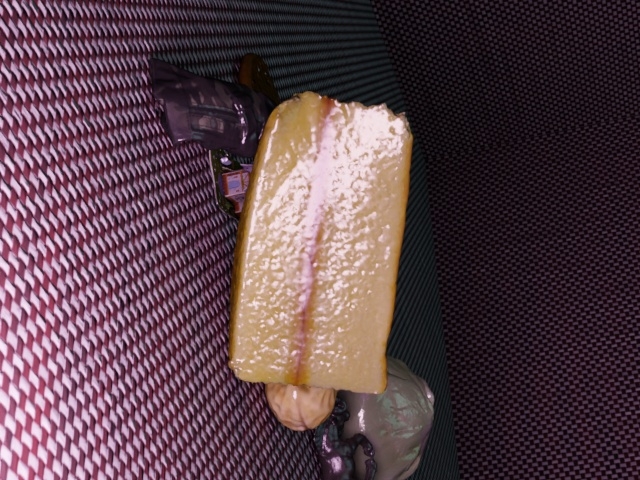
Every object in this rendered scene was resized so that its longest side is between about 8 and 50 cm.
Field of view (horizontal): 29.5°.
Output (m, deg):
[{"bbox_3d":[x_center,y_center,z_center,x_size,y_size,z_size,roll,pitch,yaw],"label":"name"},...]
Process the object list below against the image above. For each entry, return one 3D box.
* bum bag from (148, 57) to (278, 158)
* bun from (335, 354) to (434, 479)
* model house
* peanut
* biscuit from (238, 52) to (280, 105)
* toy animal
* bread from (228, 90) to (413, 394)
[{"bbox_3d":[-0.121,-0.172,1.725,0.340,0.095,0.144,11,52,-54],"label":"bum bag"},{"bbox_3d":[0.134,0.343,2.362,0.293,0.187,0.293,-9,90,-78],"label":"bun"},{"bbox_3d":[-0.103,-0.093,1.891,0.167,0.088,0.117,43,38,-70],"label":"model house"},{"bbox_3d":[-0.011,0.199,1.942,0.305,0.147,0.147,-47,125,-74],"label":"peanut"},{"bbox_3d":[-0.103,-0.227,2.144,0.212,0.036,0.212,-13,90,-78],"label":"biscuit"},{"bbox_3d":[0.030,0.393,2.134,0.148,0.084,0.233,15,70,-58],"label":"toy animal"},{"bbox_3d":[0.000,0.000,1.672,0.362,0.233,0.245,99,-6,-45],"label":"bread"}]
